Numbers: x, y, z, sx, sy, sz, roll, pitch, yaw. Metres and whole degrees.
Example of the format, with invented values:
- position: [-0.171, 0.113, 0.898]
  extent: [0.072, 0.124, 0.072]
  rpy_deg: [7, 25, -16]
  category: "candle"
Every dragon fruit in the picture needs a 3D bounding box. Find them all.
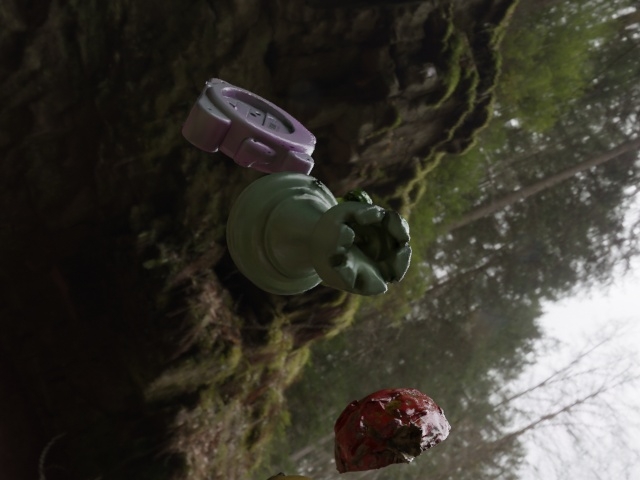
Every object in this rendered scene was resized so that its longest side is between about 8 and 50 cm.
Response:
- position: [0.150, 0.380, 1.547]
  extent: [0.211, 0.261, 0.134]
  rpy_deg: [169, -97, -78]
  category: "dragon fruit"

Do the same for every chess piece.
- position: [0.000, 0.000, 1.097]
  extent: [0.299, 0.194, 0.195]
  rpy_deg: [13, -58, 61]
  category: "chess piece"

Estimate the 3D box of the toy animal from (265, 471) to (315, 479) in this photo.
- position: [-0.011, 0.447, 1.124]
  extent: [0.281, 0.195, 0.169]
  rpy_deg: [43, -9, -16]
  category: "toy animal"

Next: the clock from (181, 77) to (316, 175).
- position: [-0.128, -0.209, 1.449]
  extent: [0.090, 0.247, 0.228]
  rpy_deg: [-58, -168, 24]
  category: "clock"

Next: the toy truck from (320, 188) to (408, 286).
- position: [0.070, 0.022, 1.471]
  extent: [0.187, 0.148, 0.211]
  rpy_deg: [21, -56, 36]
  category: "toy truck"
